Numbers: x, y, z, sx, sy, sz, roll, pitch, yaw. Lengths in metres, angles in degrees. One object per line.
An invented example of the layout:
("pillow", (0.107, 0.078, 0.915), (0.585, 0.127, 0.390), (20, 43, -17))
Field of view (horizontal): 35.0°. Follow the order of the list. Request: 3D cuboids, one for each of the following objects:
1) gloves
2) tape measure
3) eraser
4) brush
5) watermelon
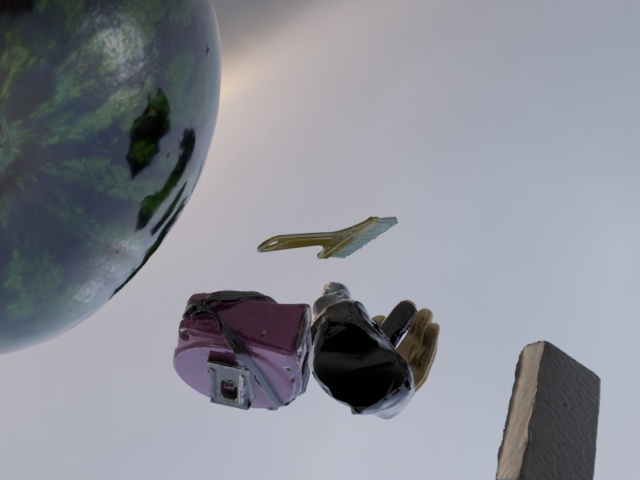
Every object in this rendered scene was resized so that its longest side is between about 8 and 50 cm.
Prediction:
("gloves", (0.059, 0.135, 1.359), (0.152, 0.197, 0.301), (-48, 172, 25))
("tape measure", (-0.066, 0.091, 0.861), (0.118, 0.125, 0.074), (9, -128, 11))
("eraser", (0.324, 0.263, 1.433), (0.077, 0.111, 0.352), (-51, -174, 35))
("brush", (0.000, 0.000, 1.044), (0.083, 0.011, 0.205), (-34, 163, 30))
("watermelon", (-0.188, -0.082, 0.494), (0.285, 0.285, 0.285), (-32, -163, 11))
